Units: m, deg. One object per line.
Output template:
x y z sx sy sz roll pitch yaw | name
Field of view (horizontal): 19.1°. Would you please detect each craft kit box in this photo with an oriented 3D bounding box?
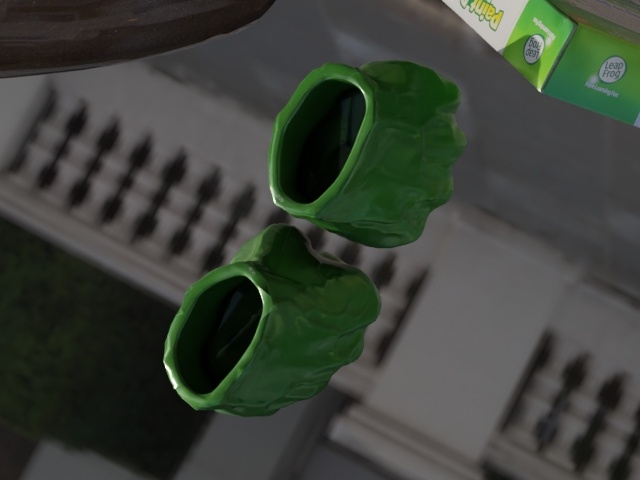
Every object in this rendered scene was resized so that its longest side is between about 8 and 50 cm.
0.196 -0.145 1.314 0.250 0.061 0.246 15 -160 -33 | craft kit box

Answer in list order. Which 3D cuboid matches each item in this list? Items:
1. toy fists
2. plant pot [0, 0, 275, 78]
0.000 0.000 1.300 0.096 0.279 0.142 36 -165 34 | toy fists
-0.122 -0.168 0.931 0.215 0.215 0.230 22 -171 38 | plant pot
